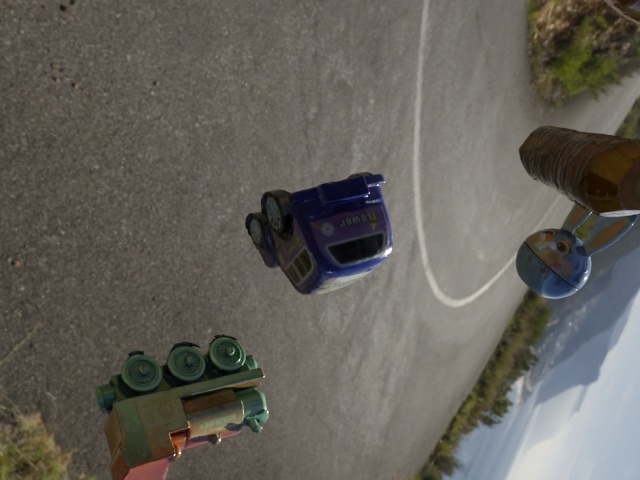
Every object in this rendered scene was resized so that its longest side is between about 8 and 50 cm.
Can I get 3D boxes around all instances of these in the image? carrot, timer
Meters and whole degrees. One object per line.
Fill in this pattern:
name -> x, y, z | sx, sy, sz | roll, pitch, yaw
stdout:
carrot -> 0.393, -0.107, 0.828 | 0.302, 0.114, 0.114 | -98, -155, -74
timer -> 0.535, 0.013, 1.233 | 0.175, 0.175, 0.256 | -32, 148, -49

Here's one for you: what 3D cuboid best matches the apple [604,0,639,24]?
apple -> 0.348, -0.312, 0.507 | 0.253, 0.253, 0.254 | -43, 146, -38

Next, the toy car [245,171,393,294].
toy car -> 0.000, 0.000, 0.860 | 0.172, 0.158, 0.235 | -14, 169, -27

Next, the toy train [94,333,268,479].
toy train -> -0.131, 0.167, 0.565 | 0.175, 0.118, 0.074 | -3, 141, -38
